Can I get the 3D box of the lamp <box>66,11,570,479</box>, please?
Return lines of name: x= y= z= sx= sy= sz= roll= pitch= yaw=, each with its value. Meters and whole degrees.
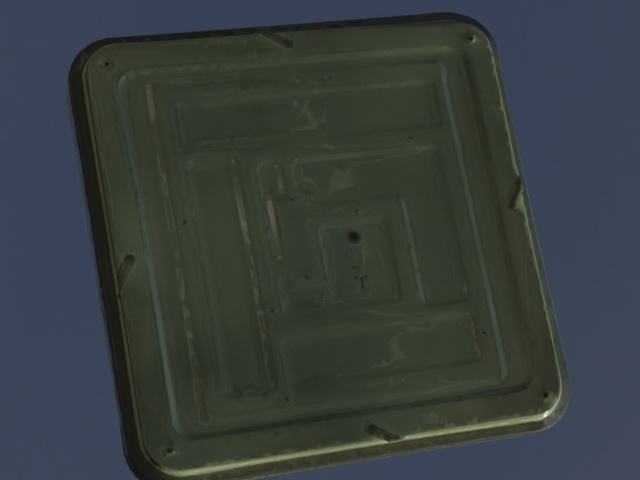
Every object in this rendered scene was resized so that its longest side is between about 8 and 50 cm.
lamp: x=0.000 y=0.000 z=0.895 sx=0.047 sy=0.269 sz=0.266 roll=136 pitch=-55 yaw=-69
